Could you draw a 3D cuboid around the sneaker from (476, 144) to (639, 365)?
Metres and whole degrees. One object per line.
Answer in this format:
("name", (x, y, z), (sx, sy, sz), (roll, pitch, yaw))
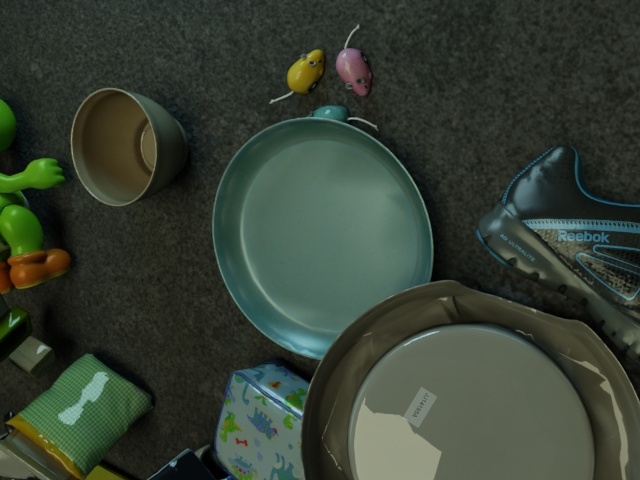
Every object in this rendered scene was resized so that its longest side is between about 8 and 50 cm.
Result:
("sneaker", (0.324, 0.040, 0.639), (0.341, 0.125, 0.139), (38, 104, 14))

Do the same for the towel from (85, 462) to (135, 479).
("towel", (-0.388, 0.440, 1.161), (0.237, 0.021, 0.102), (15, 111, 25))

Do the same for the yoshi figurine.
("yoshi figurine", (-0.545, -0.103, 1.099), (0.203, 0.204, 0.362), (18, 130, 67))

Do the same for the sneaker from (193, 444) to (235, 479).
("sneaker", (-0.141, 0.398, 0.986), (0.185, 0.070, 0.084), (45, 121, 14))

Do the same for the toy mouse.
("toy mouse", (0.018, -0.186, 0.821), (0.143, 0.031, 0.161), (49, 117, 13))

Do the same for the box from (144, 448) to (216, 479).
("box", (-0.283, 0.526, 0.906), (0.212, 0.294, 0.395), (46, 132, 14))

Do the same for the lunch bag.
("lunch bag", (-0.044, 0.280, 0.884), (0.219, 0.090, 0.176), (26, 111, 35))

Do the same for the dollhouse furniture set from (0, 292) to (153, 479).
("dollhouse furniture set", (-0.443, 0.220, 1.007), (0.302, 0.197, 0.151), (27, 144, 15))

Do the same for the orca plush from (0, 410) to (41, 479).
("orca plush", (-0.540, 0.350, 1.174), (0.151, 0.102, 0.287), (21, 143, -5))

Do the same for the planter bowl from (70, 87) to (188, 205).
("planter bowl", (-0.262, -0.135, 0.940), (0.162, 0.109, 0.161), (5, 100, 28))

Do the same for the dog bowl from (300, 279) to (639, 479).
("dog bowl", (0.158, 0.218, 0.705), (0.349, 0.102, 0.348), (-2, 79, 10))

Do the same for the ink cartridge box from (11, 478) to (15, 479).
("ink cartridge box", (-0.515, 0.541, 1.201), (0.198, 0.067, 0.115), (21, 129, 25))

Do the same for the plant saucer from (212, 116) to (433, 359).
("plant saucer", (0.000, 0.000, 0.848), (0.318, 0.044, 0.317), (7, 105, 27))
